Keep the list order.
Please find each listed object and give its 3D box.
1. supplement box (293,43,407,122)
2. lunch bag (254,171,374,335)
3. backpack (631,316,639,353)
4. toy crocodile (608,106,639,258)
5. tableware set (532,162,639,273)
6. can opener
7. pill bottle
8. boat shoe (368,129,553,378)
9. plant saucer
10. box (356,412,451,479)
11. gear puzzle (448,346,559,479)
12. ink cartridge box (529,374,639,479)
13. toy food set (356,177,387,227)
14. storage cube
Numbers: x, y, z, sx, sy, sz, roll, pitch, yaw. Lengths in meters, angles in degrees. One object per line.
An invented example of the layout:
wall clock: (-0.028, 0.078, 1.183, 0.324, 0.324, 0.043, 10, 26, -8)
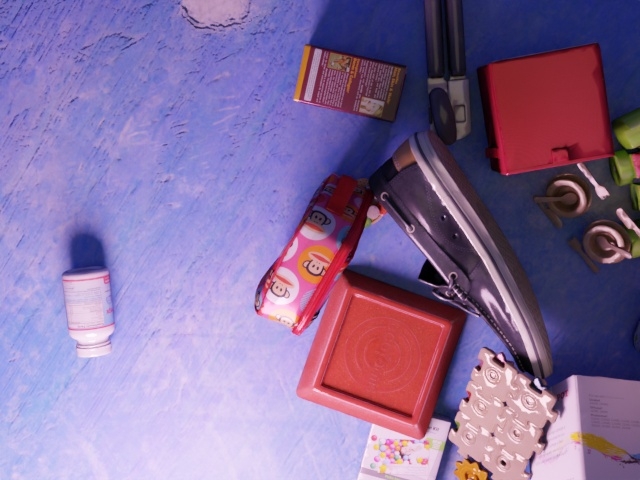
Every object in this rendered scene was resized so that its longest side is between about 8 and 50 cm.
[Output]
supplement box: (0.054, -0.281, 1.775, 0.188, 0.081, 0.104, 13, 97, 1)
lunch bag: (0.000, 0.000, 1.696, 0.120, 0.293, 0.258, 28, 113, -1)
backpack: (0.634, 0.178, 1.810, 0.114, 0.084, 0.105, 18, 97, -5)
toy crocodile: (0.597, -0.071, 1.769, 0.115, 0.105, 0.341, -12, 97, 4)
tableware set: (0.476, -0.034, 1.773, 0.194, 0.039, 0.128, 50, 131, 1)
can opener: (0.227, -0.313, 1.755, 0.075, 0.095, 0.284, -5, 102, 2)
pill bottle: (-0.432, 0.133, 1.846, 0.087, 0.087, 0.160, -4, 98, 3)
boat shoe: (0.258, 0.043, 1.759, 0.156, 0.187, 0.500, -31, 101, 18)
plant saucer: (0.115, 0.213, 1.833, 0.259, 0.048, 0.259, 20, 89, 0)
box: (0.156, 0.411, 1.884, 0.145, 0.038, 0.186, 15, 97, 0)
gear puzzle: (0.326, 0.354, 1.798, 0.175, 0.044, 0.339, 35, 130, 28)
ink cartridge box: (0.492, 0.393, 1.718, 0.197, 0.198, 0.270, 7, 67, -12)
toy food set: (0.084, -0.067, 1.832, 0.082, 0.020, 0.083, 39, 97, -3)
storage cube: (0.385, -0.227, 1.717, 0.214, 0.184, 0.193, -9, 96, 4)
